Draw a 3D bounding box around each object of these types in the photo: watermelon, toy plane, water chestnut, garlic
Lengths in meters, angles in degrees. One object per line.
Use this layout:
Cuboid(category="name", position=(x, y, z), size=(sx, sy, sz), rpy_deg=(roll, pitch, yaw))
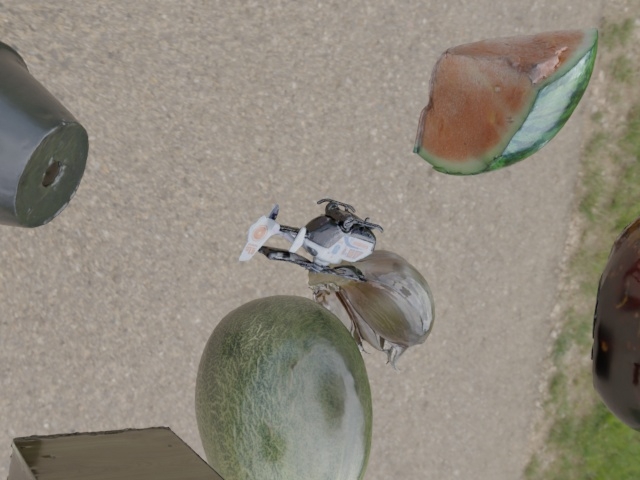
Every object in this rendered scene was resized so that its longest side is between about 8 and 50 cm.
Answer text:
Cuboid(category="watermelon", position=(0.343, -0.227, 1.284), size=(0.320, 0.222, 0.292), rpy_deg=(3, 126, 4))
Cuboid(category="toy plane", position=(0.000, -0.001, 0.718), size=(0.197, 0.053, 0.078), rpy_deg=(11, 112, -49))
Cuboid(category="water chestnut", position=(0.432, 0.091, 0.750), size=(0.289, 0.245, 0.288), rpy_deg=(-3, 94, -56))
Cuboid(category="garlic", position=(0.112, 0.134, 1.422), size=(0.292, 0.210, 0.237), rpy_deg=(43, 101, -16))

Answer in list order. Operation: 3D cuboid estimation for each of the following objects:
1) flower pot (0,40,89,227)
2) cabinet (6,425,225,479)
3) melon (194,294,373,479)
Cuboid(category="flower pot", position=(-0.425, -0.121, 0.935), size=(0.268, 0.166, 0.269), rpy_deg=(-62, 170, -20))
Cuboid(category="cabinet", position=(-0.144, 0.269, 0.527), size=(0.148, 0.215, 0.174), rpy_deg=(7, 96, -37))
Cuboid(category="melon", position=(-0.049, 0.232, 0.967), size=(0.249, 0.329, 0.248), rpy_deg=(-9, 151, -5))
